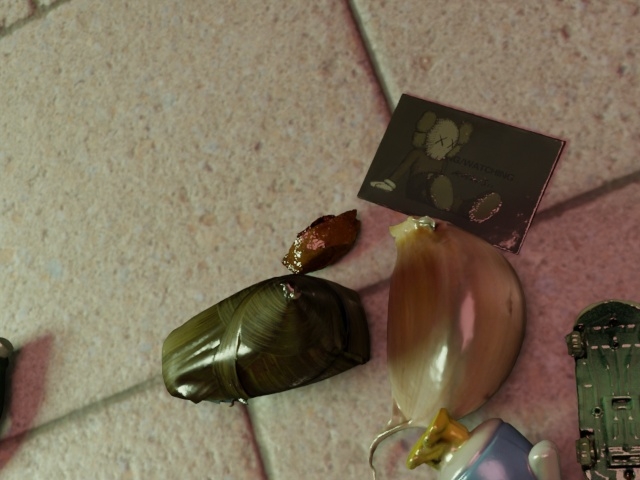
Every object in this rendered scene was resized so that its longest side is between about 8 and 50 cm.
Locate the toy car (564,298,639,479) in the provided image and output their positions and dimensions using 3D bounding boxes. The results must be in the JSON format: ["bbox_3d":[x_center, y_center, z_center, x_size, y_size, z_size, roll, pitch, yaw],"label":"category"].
[{"bbox_3d":[0.275,0.141,0.843,0.093,0.058,0.186,-7,55,18],"label":"toy car"}]

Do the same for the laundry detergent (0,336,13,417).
[{"bbox_3d":[-0.435,0.205,1.106,0.211,0.063,0.137,-46,67,3],"label":"laundry detergent"}]

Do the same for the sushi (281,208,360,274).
[{"bbox_3d":[0.000,0.000,0.996,0.099,0.050,0.047,-27,61,2],"label":"sushi"}]

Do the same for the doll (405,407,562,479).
[{"bbox_3d":[0.188,0.243,0.822,0.241,0.099,0.135,42,101,21],"label":"doll"}]

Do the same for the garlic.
[{"bbox_3d":[0.120,0.109,0.898,0.128,0.148,0.266,18,76,-12],"label":"garlic"}]

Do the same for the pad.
[{"bbox_3d":[0.144,-0.074,0.982,0.190,0.004,0.127,21,84,24],"label":"pad"}]

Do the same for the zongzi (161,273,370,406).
[{"bbox_3d":[-0.080,0.097,0.893,0.221,0.242,0.112,-18,76,13],"label":"zongzi"}]
